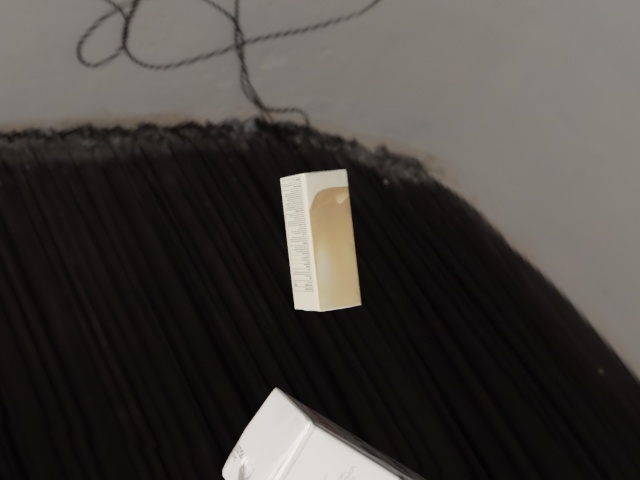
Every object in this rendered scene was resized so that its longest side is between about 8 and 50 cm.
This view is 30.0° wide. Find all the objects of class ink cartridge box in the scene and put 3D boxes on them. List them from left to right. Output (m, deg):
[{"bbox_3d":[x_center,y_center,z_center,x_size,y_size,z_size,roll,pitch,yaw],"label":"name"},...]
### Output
[{"bbox_3d":[0.040,0.220,0.968,0.218,0.158,0.092,32,86,-12],"label":"ink cartridge box"}]

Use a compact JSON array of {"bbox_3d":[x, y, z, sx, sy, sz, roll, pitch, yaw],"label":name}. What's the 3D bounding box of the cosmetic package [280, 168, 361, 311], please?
[{"bbox_3d":[0.000,0.000,1.002,0.041,0.115,0.060,-7,-177,-22],"label":"cosmetic package"}]
